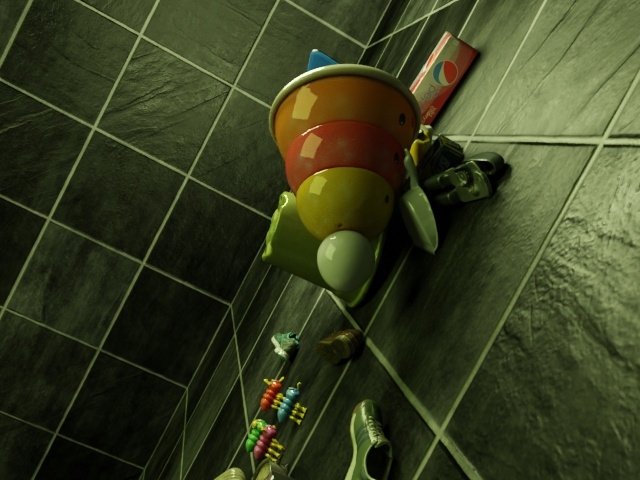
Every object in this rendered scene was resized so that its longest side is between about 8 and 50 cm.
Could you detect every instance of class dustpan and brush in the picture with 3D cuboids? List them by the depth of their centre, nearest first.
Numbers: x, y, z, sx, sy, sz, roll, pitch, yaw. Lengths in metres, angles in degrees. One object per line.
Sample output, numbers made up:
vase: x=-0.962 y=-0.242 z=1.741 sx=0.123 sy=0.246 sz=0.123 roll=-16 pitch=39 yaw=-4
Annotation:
dustpan and brush: x=0.199 y=-0.086 z=1.385 sx=0.060 sy=0.211 sz=0.147 roll=-27 pitch=12 yaw=-5

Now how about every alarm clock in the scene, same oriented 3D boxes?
alarm clock: x=-0.126 y=0.582 z=1.488 sx=0.129 sy=0.064 sz=0.192 roll=-43 pitch=21 yaw=55

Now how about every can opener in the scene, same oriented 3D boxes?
can opener: x=0.279 y=-0.118 z=1.347 sx=0.095 sy=0.076 sz=0.283 roll=-32 pitch=6 yaw=-14

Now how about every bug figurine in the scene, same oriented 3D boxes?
bug figurine: x=-0.125 y=0.459 z=1.716 sx=0.216 sy=0.072 sz=0.279 roll=-66 pitch=13 yaw=-13

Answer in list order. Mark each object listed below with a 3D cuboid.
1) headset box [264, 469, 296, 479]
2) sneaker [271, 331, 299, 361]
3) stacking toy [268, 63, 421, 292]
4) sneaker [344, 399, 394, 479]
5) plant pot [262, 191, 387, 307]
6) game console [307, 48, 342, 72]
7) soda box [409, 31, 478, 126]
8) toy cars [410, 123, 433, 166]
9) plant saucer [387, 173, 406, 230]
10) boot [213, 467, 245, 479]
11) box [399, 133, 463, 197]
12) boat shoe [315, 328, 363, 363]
headset box: x=-0.110 y=0.609 z=1.264 sx=0.293 sy=0.110 sz=0.218 roll=-57 pitch=14 yaw=24
sneaker: x=-0.098 y=0.305 z=1.982 sx=0.076 sy=0.065 sz=0.166 roll=-46 pitch=17 yaw=1
stacking toy: x=0.056 y=-0.101 z=1.424 sx=0.350 sy=0.350 sz=0.480 roll=133 pitch=144 yaw=-51
sneaker: x=0.094 y=0.348 z=1.117 sx=0.086 sy=0.064 sz=0.192 roll=-41 pitch=24 yaw=41
plant pot: x=0.000 y=0.000 z=1.635 sx=0.276 sy=0.253 sz=0.276 roll=-163 pitch=90 yaw=-82
game console: x=0.110 y=-0.443 z=1.967 sx=0.173 sy=0.293 sz=0.250 roll=-60 pitch=-9 yaw=32
soda box: x=0.299 y=-0.411 z=1.751 sx=0.263 sy=0.092 sz=0.083 roll=-58 pitch=11 yaw=21
toy cars: x=0.210 y=-0.239 z=1.758 sx=0.393 sy=0.087 sz=0.177 roll=157 pitch=102 yaw=-73
plant saucer: x=0.183 y=-0.103 z=1.654 sx=0.195 sy=0.037 sz=0.195 roll=-167 pitch=90 yaw=-84
boot: x=-0.212 y=0.579 z=1.253 sx=0.262 sy=0.095 sz=0.203 roll=-61 pitch=14 yaw=-1
box: x=0.250 y=-0.154 z=1.505 sx=0.169 sy=0.059 sz=0.054 roll=-55 pitch=17 yaw=31
boat shoe: x=0.046 y=0.242 z=1.531 sx=0.060 sy=0.064 sz=0.178 roll=-35 pitch=0 yaw=-28
